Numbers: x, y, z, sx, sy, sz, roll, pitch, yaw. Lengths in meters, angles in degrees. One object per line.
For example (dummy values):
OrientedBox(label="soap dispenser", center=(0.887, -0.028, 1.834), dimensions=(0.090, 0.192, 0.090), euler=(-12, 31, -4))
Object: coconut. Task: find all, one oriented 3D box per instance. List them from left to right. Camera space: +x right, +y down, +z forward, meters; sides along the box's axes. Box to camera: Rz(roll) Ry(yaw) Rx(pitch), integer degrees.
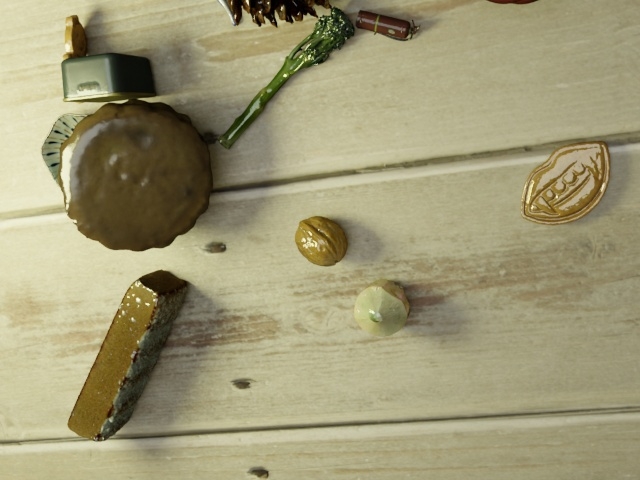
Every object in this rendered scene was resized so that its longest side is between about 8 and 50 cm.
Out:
OrientedBox(label="coconut", center=(0.132, 0.146, 1.918), dimensions=(0.116, 0.122, 0.116), euler=(3, 104, 13))

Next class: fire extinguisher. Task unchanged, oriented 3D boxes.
OrientedBox(label="fire extinguisher", center=(0.139, -0.438, 1.831), dimensions=(0.132, 0.039, 0.056), euler=(16, 138, 9))

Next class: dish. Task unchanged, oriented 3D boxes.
OrientedBox(label="dish", center=(-0.530, -0.200, 2.026), dimensions=(0.191, 0.066, 0.190), euler=(2, 102, 9))

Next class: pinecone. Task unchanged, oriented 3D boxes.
OrientedBox(label="pinecone", center=(-0.085, -0.530, 1.771), dimensions=(0.272, 0.224, 0.224), euler=(8, 104, -3))

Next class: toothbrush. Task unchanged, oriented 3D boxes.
OrientedBox(label="toothbrush", center=(-0.259, -0.567, 1.905), dimensions=(0.027, 0.021, 0.269), euler=(-37, 93, 23))

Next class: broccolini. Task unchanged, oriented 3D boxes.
OrientedBox(label="broccolini", center=(-0.079, -0.328, 1.886), dimensions=(0.079, 0.074, 0.392), euler=(46, 107, 8))

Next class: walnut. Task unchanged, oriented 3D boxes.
OrientedBox(label="walnut", center=(0.000, 0.000, 1.932), dimensions=(0.124, 0.105, 0.105), euler=(46, 109, 16))

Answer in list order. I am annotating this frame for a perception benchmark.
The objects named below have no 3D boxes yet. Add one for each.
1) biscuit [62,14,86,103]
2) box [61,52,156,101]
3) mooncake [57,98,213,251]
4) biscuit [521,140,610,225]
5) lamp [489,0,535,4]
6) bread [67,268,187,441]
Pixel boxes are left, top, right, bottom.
OrientedBox(label="biscuit", center=(-0.531, -0.392, 1.957), dimensions=(0.027, 0.133, 0.184), euler=(0, 75, 4))
OrientedBox(label="box", center=(-0.452, -0.345, 1.908), dimensions=(0.144, 0.201, 0.090), euler=(-4, 97, 15))
OrientedBox(label="mooncake", center=(-0.394, -0.145, 1.906), dimensions=(0.324, 0.187, 0.324), euler=(-4, 108, -11))
OrientedBox(label="biscuit", center=(0.502, -0.112, 1.823), dimensions=(0.221, 0.029, 0.142), euler=(-40, 91, 18))
OrientedBox(label="lamp", center=(0.347, -0.581, 1.632), dimensions=(0.303, 0.257, 0.303), euler=(4, 80, -21))
OrientedBox(label="bread", center=(-0.437, 0.264, 2.057), dimensions=(0.113, 0.165, 0.416), euler=(29, 108, 7))
